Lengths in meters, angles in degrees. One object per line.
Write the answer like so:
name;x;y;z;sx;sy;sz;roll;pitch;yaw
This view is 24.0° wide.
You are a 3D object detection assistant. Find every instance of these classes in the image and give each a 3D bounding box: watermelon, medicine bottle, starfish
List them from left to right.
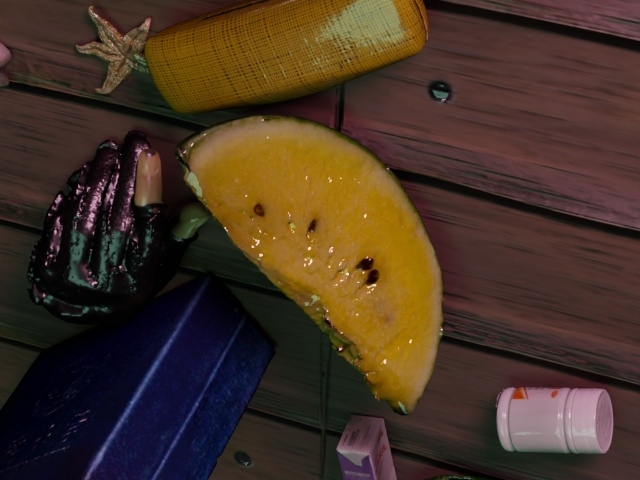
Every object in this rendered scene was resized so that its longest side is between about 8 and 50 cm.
starfish;-0.158;-0.148;1.218;0.086;0.016;0.092;32;129;-2
watermelon;0.000;0.000;1.193;0.123;0.129;0.301;-20;123;39
medicine bottle;0.200;0.154;1.286;0.089;0.057;0.057;-2;127;28

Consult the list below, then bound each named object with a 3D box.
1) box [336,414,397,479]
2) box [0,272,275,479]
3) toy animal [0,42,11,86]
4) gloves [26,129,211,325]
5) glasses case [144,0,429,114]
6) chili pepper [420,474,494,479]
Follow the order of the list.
box;0.046;0.222;1.423;0.036;0.050;0.117;4;132;20
box;-0.206;0.188;1.350;0.261;0.279;0.116;-24;116;38
toy animal;-0.384;-0.171;1.237;0.251;0.125;0.127;22;163;-2
gloves;-0.174;-0.007;1.286;0.129;0.106;0.181;28;139;3
glasses case;-0.027;-0.146;1.122;0.234;0.064;0.079;-11;122;32
chili pepper;0.161;0.255;1.400;0.182;0.050;0.073;15;126;9
